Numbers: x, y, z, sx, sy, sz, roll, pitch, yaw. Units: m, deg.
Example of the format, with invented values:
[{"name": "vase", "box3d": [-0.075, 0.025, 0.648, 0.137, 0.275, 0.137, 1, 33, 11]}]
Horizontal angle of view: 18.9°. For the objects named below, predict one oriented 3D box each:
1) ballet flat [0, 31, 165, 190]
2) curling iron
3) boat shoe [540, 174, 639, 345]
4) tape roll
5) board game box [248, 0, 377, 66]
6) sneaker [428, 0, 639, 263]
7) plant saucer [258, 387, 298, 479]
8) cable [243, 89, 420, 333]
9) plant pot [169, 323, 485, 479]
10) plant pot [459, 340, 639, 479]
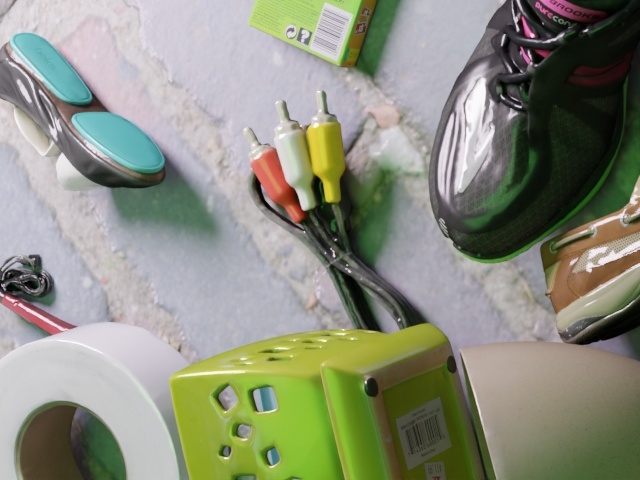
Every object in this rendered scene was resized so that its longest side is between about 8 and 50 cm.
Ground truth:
[{"name": "ballet flat", "box3d": [-0.264, -0.118, 2.097, 0.280, 0.095, 0.096, 46, 125, 34]}, {"name": "curling iron", "box3d": [-0.266, 0.099, 2.131, 0.274, 0.035, 0.068, 35, 110, 27]}, {"name": "boat shoe", "box3d": [0.322, -0.024, 1.698, 0.324, 0.122, 0.120, -33, 71, 29]}, {"name": "tape roll", "box3d": [-0.239, 0.234, 2.060, 0.286, 0.100, 0.286, 6, 102, 28]}, {"name": "board game box", "box3d": [0.020, -0.317, 1.931, 0.124, 0.039, 0.259, 27, 109, 28]}, {"name": "sneaker", "box3d": [0.215, -0.201, 1.710, 0.185, 0.202, 0.483, 36, 110, 27]}, {"name": "plant saucer", "box3d": [-0.030, 0.208, 1.984, 0.067, 0.018, 0.192, -16, 84, 52]}, {"name": "cable", "box3d": [0.000, 0.000, 1.933, 0.139, 0.072, 0.287, -25, 79, 32]}, {"name": "plant pot", "box3d": [0.020, 0.198, 1.823, 0.207, 0.228, 0.227, -13, 91, 35]}, {"name": "plant pot", "box3d": [0.247, 0.210, 1.692, 0.191, 0.284, 0.284, -14, 83, 2]}]
